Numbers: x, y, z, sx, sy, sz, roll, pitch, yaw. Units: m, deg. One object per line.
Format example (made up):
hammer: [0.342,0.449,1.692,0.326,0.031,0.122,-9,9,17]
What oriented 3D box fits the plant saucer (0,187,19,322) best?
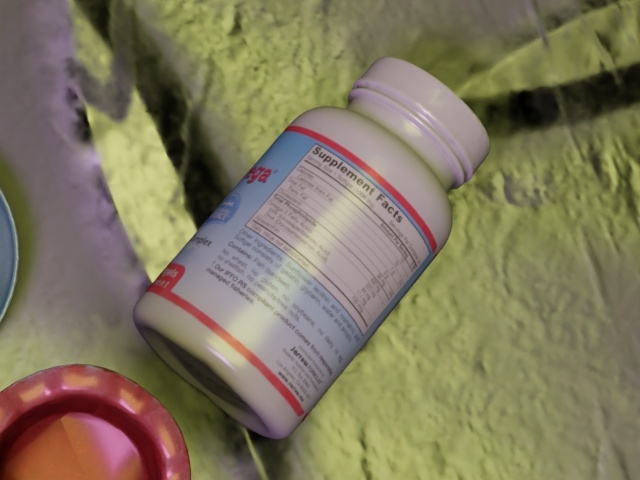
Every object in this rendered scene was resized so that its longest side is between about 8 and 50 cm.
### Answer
plant saucer: [-0.191,0.008,0.829,0.119,0.021,0.119,1,78,-7]

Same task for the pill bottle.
pill bottle: [0.000,0.000,0.824,0.087,0.087,0.160,40,76,1]

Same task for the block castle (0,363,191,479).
block castle: [-0.088,0.301,0.685,0.303,0.213,0.453,-29,83,-13]
